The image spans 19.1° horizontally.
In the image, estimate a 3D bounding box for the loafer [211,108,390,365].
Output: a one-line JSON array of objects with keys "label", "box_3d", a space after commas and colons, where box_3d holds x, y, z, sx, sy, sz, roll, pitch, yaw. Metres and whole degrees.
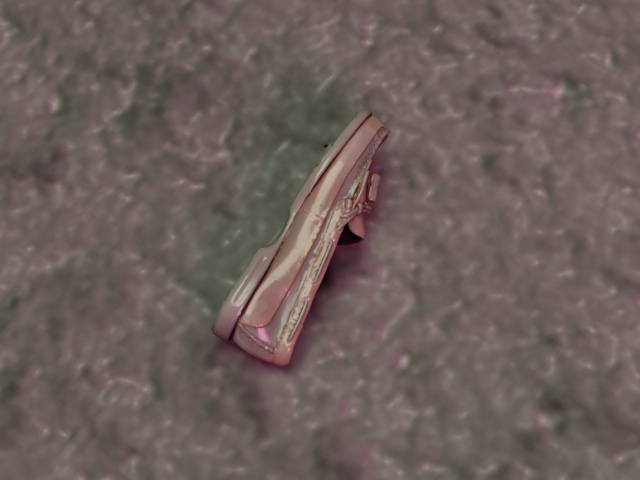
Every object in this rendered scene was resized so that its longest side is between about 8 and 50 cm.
[{"label": "loafer", "box_3d": [0.000, 0.000, 0.851, 0.039, 0.045, 0.125, 33, 74, 6]}]
